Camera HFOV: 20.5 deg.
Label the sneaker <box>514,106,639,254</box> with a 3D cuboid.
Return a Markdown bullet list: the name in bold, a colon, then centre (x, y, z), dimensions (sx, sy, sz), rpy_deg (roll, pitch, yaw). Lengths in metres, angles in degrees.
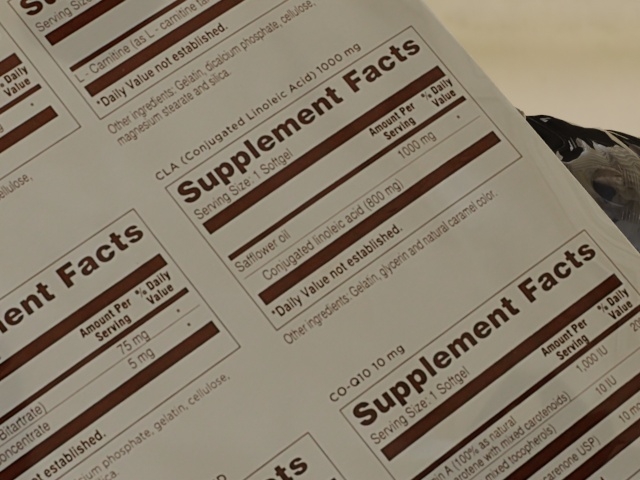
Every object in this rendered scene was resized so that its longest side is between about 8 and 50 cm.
- **sneaker**: centre (0.000, 0.000, 0.661), dimensions (0.268, 0.153, 0.101), rpy_deg (-16, -118, 39)

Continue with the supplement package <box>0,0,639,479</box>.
- **supplement package**: centre (-0.025, 0.046, 0.423), dimensions (0.149, 0.194, 0.203), rpy_deg (-35, -103, -16)
